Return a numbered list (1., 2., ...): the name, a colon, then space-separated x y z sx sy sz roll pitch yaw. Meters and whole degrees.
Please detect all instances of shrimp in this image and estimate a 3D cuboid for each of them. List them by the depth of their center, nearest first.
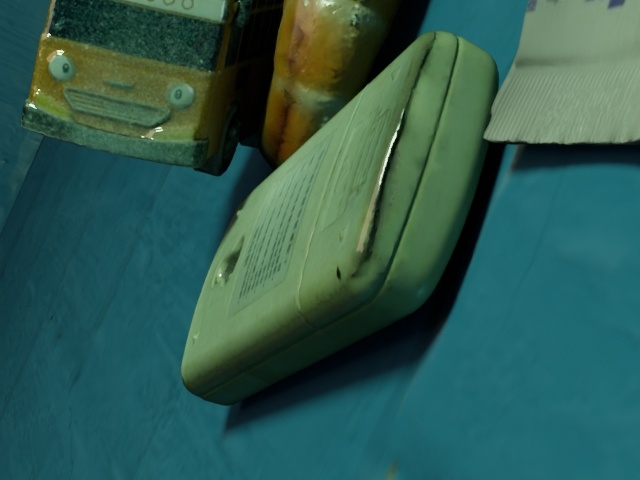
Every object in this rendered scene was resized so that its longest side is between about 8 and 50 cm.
1. shrimp: 0.019 -0.143 0.739 0.150 0.068 0.249 -162 90 -81

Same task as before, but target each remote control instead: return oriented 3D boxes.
1. remote control: 0.000 0.000 0.621 0.233 0.038 0.098 -34 34 66

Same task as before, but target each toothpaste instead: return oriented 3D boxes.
1. toothpaste: 0.106 -0.162 0.467 0.099 0.068 0.282 20 -93 -77

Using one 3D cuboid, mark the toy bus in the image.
1. toy bus: -0.065 -0.093 0.774 0.182 0.091 0.103 -44 -33 -75
